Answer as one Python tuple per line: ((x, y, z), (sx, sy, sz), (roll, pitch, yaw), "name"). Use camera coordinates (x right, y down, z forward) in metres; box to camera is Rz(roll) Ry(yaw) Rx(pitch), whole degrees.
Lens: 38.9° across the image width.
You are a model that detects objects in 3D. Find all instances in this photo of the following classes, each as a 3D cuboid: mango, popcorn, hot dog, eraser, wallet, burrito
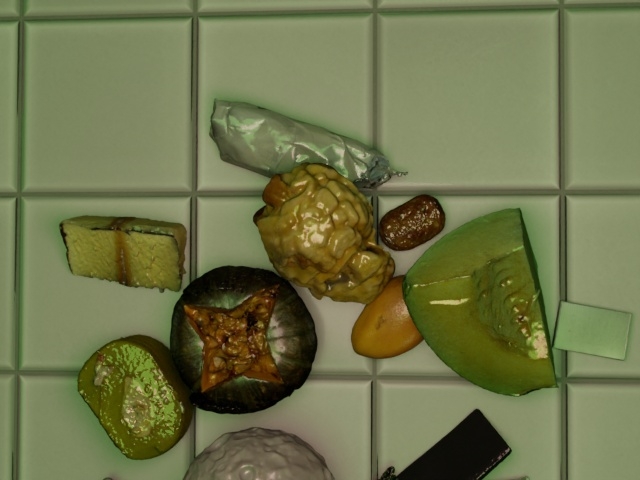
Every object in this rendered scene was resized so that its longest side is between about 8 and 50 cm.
((0.155, 0.167, 1.909), (0.219, 0.112, 0.145), (-44, 86, 12), "mango")
((0.000, 0.000, 1.843), (0.332, 0.265, 0.225), (44, 57, -15), "popcorn")
((0.195, -0.036, 1.930), (0.147, 0.065, 0.099), (-33, 86, 15), "hot dog")
((0.571, 0.191, 1.909), (0.150, 0.023, 0.103), (10, 89, 6), "eraser")
((0.275, 0.474, 1.904), (0.244, 0.025, 0.124), (-43, 54, 4), "wallet")
((-0.034, -0.183, 1.937), (0.446, 0.101, 0.139), (18, 98, 4), "burrito")

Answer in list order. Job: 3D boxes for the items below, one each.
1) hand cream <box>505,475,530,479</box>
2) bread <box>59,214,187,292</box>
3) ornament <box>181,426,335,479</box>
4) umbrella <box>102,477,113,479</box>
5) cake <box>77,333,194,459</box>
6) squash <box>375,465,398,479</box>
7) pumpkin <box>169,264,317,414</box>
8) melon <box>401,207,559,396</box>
((0.346, 0.536, 1.910), (0.195, 0.042, 0.067), (-5, 76, 3), "hand cream")
((-0.425, 0.004, 1.969), (0.266, 0.178, 0.141), (5, 57, 3), "bread")
((-0.118, 0.534, 1.814), (0.337, 0.337, 0.337), (0, 88, 5), "ornament")
((-0.444, 0.583, 1.972), (0.067, 0.062, 0.143), (-22, 97, -31), "umbrella")
((-0.381, 0.328, 1.933), (0.179, 0.156, 0.260), (-37, 87, 9), "cake")
((0.105, 0.632, 1.911), (0.080, 0.071, 0.318), (6, 89, 35), "squash")
((-0.160, 0.204, 1.891), (0.321, 0.192, 0.320), (0, 87, 7), "pumpkin")
((0.356, 0.151, 1.827), (0.331, 0.226, 0.343), (-35, 122, -30), "melon")
